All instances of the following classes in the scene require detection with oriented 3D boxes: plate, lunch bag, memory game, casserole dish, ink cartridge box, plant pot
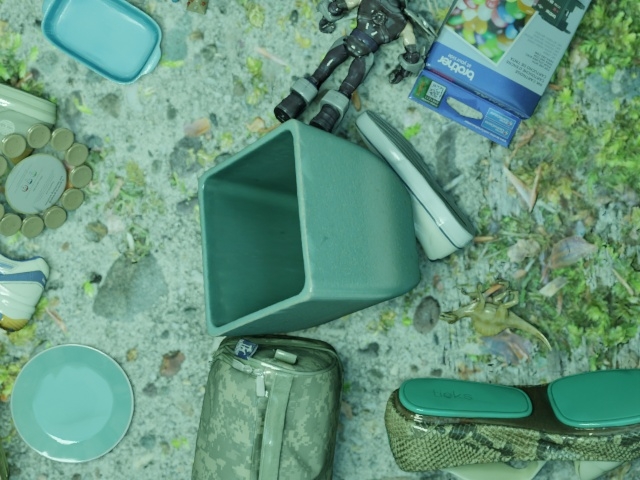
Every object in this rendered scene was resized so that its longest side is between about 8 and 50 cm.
[{"bbox_3d":[-0.383,0.251,1.666,0.188,0.024,0.188,0,96,-4],"label":"plate"},{"bbox_3d":[-0.074,0.289,1.573,0.213,0.256,0.305,7,94,-5],"label":"lunch bag"},{"bbox_3d":[-0.419,-0.086,1.579,0.186,0.012,0.186,-25,132,-31],"label":"memory game"},{"bbox_3d":[-0.326,-0.312,1.614,0.188,0.037,0.114,31,93,-5],"label":"casserole dish"},{"bbox_3d":[0.283,-0.318,1.644,0.186,0.065,0.311,27,94,-5],"label":"ink cartridge box"},{"bbox_3d":[0.000,0.000,1.539,0.252,0.248,0.247,7,69,-38],"label":"plant pot"}]

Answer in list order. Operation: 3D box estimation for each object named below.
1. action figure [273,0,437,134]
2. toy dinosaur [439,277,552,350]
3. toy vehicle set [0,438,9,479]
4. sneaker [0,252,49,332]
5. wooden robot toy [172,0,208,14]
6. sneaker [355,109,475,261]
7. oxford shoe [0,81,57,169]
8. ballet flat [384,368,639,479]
[{"bbox_3d":[0.050,-0.279,1.603,0.185,0.099,0.285,36,80,13],"label":"action figure"},{"bbox_3d":[0.281,0.112,1.693,0.183,0.053,0.092,12,110,3],"label":"toy dinosaur"},{"bbox_3d":[-0.510,0.240,1.582,0.035,0.166,0.267,-15,96,-14],"label":"toy vehicle set"},{"bbox_3d":[-0.548,0.018,1.608,0.296,0.112,0.131,30,75,-7],"label":"sneaker"},{"bbox_3d":[-0.196,-0.423,1.591,0.076,0.079,0.173,-10,96,-3],"label":"wooden robot toy"},{"bbox_3d":[0.124,-0.078,1.638,0.091,0.094,0.258,-38,88,19],"label":"sneaker"},{"bbox_3d":[-0.609,-0.213,1.544,0.449,0.169,0.130,19,95,-10],"label":"oxford shoe"},{"bbox_3d":[0.342,0.298,1.670,0.483,0.164,0.182,-3,117,2],"label":"ballet flat"}]
